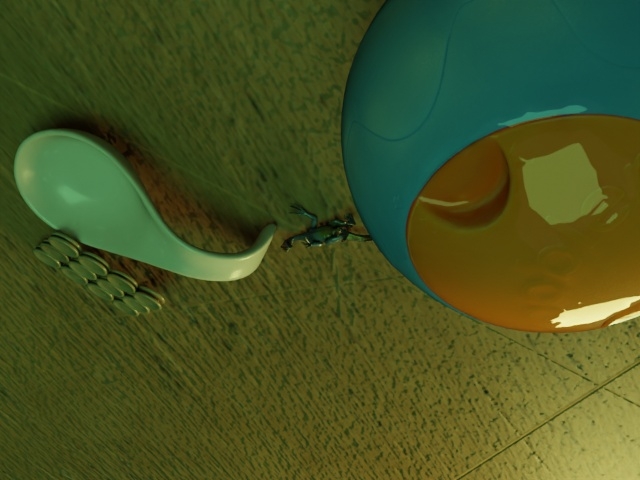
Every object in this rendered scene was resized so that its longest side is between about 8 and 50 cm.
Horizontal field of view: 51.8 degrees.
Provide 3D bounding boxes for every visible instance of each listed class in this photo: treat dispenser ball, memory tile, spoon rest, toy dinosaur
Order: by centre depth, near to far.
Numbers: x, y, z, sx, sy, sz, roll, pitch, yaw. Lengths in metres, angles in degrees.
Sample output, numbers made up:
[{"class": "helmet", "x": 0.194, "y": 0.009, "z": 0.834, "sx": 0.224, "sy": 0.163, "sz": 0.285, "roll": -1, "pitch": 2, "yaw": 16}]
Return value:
[{"class": "treat dispenser ball", "x": 0.159, "y": -0.079, "z": 0.471, "sx": 0.288, "sy": 0.288, "sz": 0.288, "roll": 4, "pitch": 127, "yaw": 6}, {"class": "spoon rest", "x": -0.187, "y": -0.028, "z": 0.690, "sx": 0.276, "sy": 0.084, "sz": 0.137, "roll": 21, "pitch": 129, "yaw": -8}, {"class": "toy dinosaur", "x": 0.000, "y": 0.000, "z": 0.712, "sx": 0.090, "sy": 0.047, "sz": 0.082, "roll": 34, "pitch": 143, "yaw": -28}, {"class": "memory tile", "x": -0.259, "y": 0.042, "z": 0.769, "sx": 0.148, "sy": 0.012, "sz": 0.113, "roll": 38, "pitch": 150, "yaw": -21}]
